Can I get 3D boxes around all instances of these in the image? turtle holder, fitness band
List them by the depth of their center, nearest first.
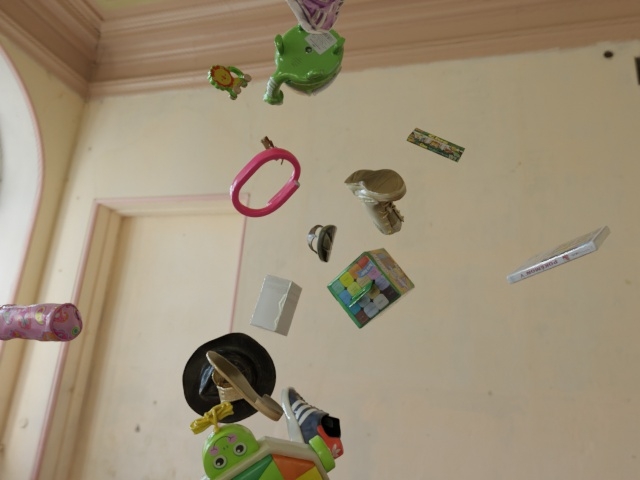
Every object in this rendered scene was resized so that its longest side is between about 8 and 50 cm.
[{"bbox_3d":[-0.197,-0.204,1.704,0.291,0.054,0.209,-44,-45,16],"label":"fitness band"},{"bbox_3d":[-0.051,-0.624,1.722,0.243,0.320,0.227,18,-12,3],"label":"turtle holder"}]

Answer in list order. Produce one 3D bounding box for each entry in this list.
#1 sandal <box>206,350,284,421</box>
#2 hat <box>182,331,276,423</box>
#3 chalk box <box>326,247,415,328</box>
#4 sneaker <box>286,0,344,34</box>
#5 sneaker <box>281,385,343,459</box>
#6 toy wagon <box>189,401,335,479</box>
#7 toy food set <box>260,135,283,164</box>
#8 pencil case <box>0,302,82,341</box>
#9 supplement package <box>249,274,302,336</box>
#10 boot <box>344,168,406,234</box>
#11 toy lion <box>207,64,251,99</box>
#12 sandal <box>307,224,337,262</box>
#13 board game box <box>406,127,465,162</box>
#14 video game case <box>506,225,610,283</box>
[{"bbox_3d":[-0.202,0.366,1.115,0.240,0.079,0.088,34,0,17],"label":"sandal"},{"bbox_3d":[-0.320,0.480,1.589,0.331,0.331,0.134,4,-3,1],"label":"hat"},{"bbox_3d":[0.156,0.150,1.504,0.180,0.179,0.289,-43,-14,17],"label":"chalk box"},{"bbox_3d":[0.031,-0.428,0.791,0.161,0.102,0.282,-5,8,15],"label":"sneaker"},{"bbox_3d":[-0.024,0.529,1.363,0.148,0.131,0.350,-13,17,-10],"label":"sneaker"},{"bbox_3d":[-0.091,0.408,0.704,0.267,0.344,0.068,-28,12,-16],"label":"toy wagon"},{"bbox_3d":[-0.178,-0.332,1.714,0.019,0.078,0.122,-22,-54,27],"label":"toy food set"},{"bbox_3d":[-0.865,0.247,1.432,0.284,0.124,0.124,-4,-19,24],"label":"pencil case"},{"bbox_3d":[-0.150,0.223,1.607,0.105,0.179,0.105,12,-16,23],"label":"supplement package"},{"bbox_3d":[0.194,-0.104,1.376,0.203,0.095,0.262,54,-16,-26],"label":"boot"},{"bbox_3d":[-0.240,-0.419,1.216,0.096,0.100,0.034,39,-40,-16],"label":"toy lion"},{"bbox_3d":[0.000,0.001,1.520,0.086,0.120,0.303,14,2,1],"label":"sandal"},{"bbox_3d":[0.545,-0.452,2.215,0.259,0.136,0.030,26,-53,11],"label":"board game box"},{"bbox_3d":[0.518,0.030,1.018,0.183,0.023,0.201,-32,-10,38],"label":"video game case"}]
